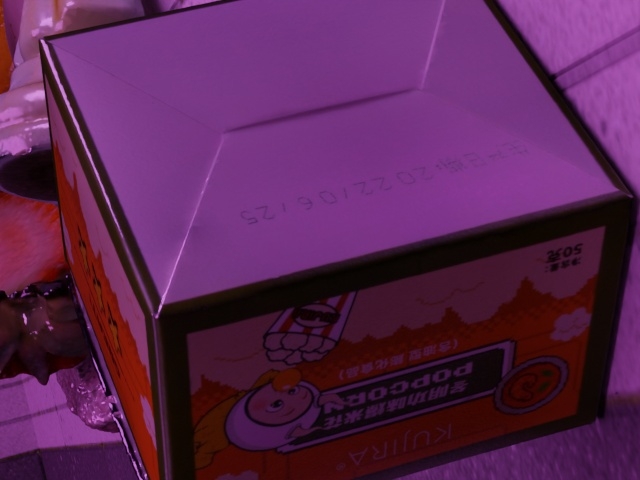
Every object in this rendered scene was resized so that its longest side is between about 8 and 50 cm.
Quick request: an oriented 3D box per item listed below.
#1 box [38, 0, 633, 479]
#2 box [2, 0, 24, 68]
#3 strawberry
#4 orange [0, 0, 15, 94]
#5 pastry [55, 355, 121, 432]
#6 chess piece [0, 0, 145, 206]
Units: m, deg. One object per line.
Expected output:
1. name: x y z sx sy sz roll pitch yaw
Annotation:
1. box: 0.000 0.000 0.782 0.148 0.195 0.177 92 158 -44
2. box: -0.240 -0.175 1.723 0.146 0.088 0.200 100 154 -53
3. strawberry: -0.277 0.038 1.852 0.306 0.233 0.137 -108 -8 -65
4. orange: -0.349 -0.192 1.986 0.177 0.155 0.177 165 90 -84
5. pastry: -0.211 0.141 1.887 0.265 0.103 0.112 154 109 -73
6. chess piece: -0.192 -0.188 1.475 0.176 0.176 0.298 120 147 -69
